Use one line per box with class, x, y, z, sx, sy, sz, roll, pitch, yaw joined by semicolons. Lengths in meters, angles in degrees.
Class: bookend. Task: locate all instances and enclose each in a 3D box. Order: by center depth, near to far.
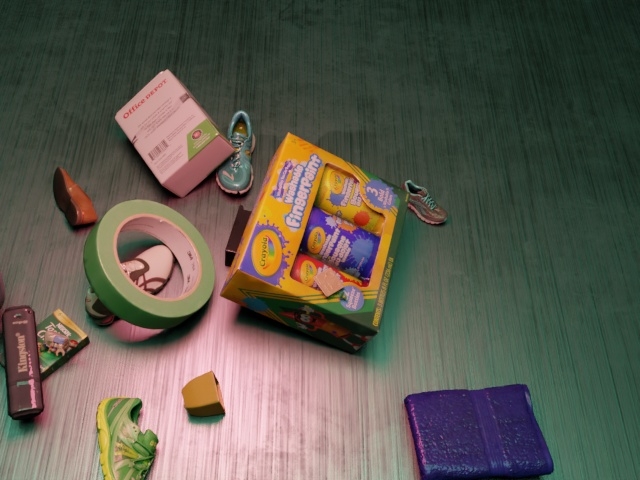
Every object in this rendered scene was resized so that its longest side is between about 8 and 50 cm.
bookend;-0.159;0.000;2.000;0.156;0.072;0.157;12;54;1

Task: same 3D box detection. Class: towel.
towel;0.361;0.453;1.750;0.309;0.076;0.227;-2;49;-7

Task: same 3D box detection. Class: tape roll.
tape roll;-0.411;0.056;1.833;0.321;0.077;0.321;27;44;-29

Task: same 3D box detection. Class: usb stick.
usb stick;-0.682;0.276;1.720;0.077;0.045;0.277;-11;59;-12

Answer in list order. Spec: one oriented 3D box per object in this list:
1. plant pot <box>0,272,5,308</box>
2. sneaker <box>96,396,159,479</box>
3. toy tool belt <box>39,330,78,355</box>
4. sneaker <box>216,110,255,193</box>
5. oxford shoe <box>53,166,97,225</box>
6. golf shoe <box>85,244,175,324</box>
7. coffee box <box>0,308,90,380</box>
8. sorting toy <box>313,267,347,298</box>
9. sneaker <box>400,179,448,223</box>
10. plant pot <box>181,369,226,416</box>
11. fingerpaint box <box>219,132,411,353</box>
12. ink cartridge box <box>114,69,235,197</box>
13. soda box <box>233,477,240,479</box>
plant pot;-0.881;0.114;1.734;0.247;0.252;0.248;41;61;21
sneaker;-0.409;0.466;1.630;0.124;0.109;0.295;-14;58;-10
toy tool belt;-0.610;0.246;1.753;0.083;0.052;0.051;21;89;8
sneaker;-0.241;-0.251;2.142;0.107;0.110;0.275;2;56;-5
oxford shoe;-0.668;-0.117;2.041;0.076;0.076;0.212;-2;47;-45
golf shoe;-0.468;0.093;1.876;0.105;0.120;0.273;33;57;18
coffee box;-0.657;0.258;1.787;0.113;0.040;0.184;39;60;19
sorting toy;0.026;0.108;1.747;0.062;0.012;0.083;-26;75;-37
sneaker;0.288;-0.110;2.121;0.167;0.076;0.065;33;60;16
plant pot;-0.273;0.360;1.738;0.083;0.081;0.081;-16;58;-4
fingerpaint box;0.000;0.000;1.900;0.371;0.163;0.444;25;54;-11
ink cartridge box;-0.407;-0.301;2.102;0.211;0.121;0.289;-40;65;5
soda box;-0.142;0.612;1.578;0.069;0.073;0.216;-29;63;-23
